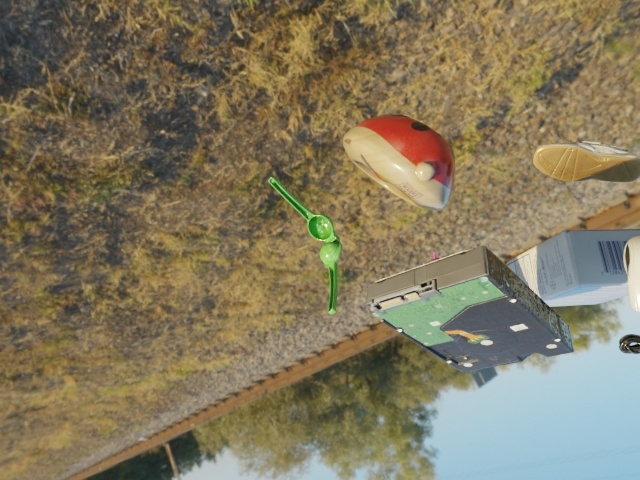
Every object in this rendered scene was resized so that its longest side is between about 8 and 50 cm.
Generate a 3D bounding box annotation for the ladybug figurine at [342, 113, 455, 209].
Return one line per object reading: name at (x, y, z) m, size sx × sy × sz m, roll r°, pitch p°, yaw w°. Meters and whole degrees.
ladybug figurine at (0.214, -0.215, 1.270) m, size 0.162 × 0.305 × 0.449 m, roll -53°, pitch -162°, yaw 6°

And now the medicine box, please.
medicine box at (0.706, 0.084, 1.326) m, size 0.263 × 0.149 × 0.289 m, roll -1°, pitch 162°, yaw -10°

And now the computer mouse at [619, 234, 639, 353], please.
computer mouse at (0.507, 0.076, 0.747) m, size 0.105 × 0.193 × 0.042 m, roll -4°, pitch 159°, yaw 23°

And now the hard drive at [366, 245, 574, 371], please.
hard drive at (0.276, 0.142, 0.892) m, size 0.236 × 0.064 × 0.338 m, roll -25°, pitch 135°, yaw 37°

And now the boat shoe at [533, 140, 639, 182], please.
boat shoe at (0.701, -0.218, 1.300) m, size 0.276 × 0.096 × 0.098 m, roll 9°, pitch 131°, yaw 2°

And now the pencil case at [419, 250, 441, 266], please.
pencil case at (0.333, 0.148, 1.248) m, size 0.104 × 0.236 × 0.104 m, roll -36°, pitch 166°, yaw -10°

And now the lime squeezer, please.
lime squeezer at (0.000, 0.000, 0.969) m, size 0.058 × 0.311 × 0.109 m, roll -34°, pitch 155°, yaw 21°
